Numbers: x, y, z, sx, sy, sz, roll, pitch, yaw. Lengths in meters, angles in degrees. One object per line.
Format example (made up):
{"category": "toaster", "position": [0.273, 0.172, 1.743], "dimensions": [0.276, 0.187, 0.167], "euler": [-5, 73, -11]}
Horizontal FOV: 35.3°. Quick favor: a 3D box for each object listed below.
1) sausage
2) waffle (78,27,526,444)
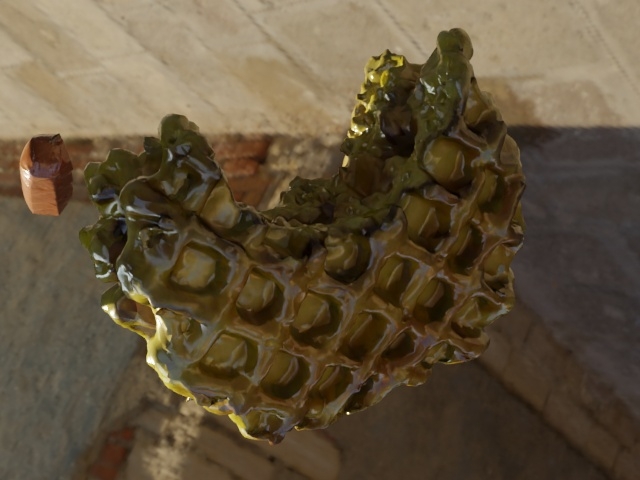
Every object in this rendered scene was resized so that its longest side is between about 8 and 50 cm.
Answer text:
{"category": "sausage", "position": [-0.333, -0.081, 1.224], "dimensions": [0.065, 0.065, 0.169], "euler": [27, 159, -4]}
{"category": "waffle", "position": [0.000, 0.000, 0.741], "dimensions": [0.151, 0.324, 0.261], "euler": [36, 141, 60]}
